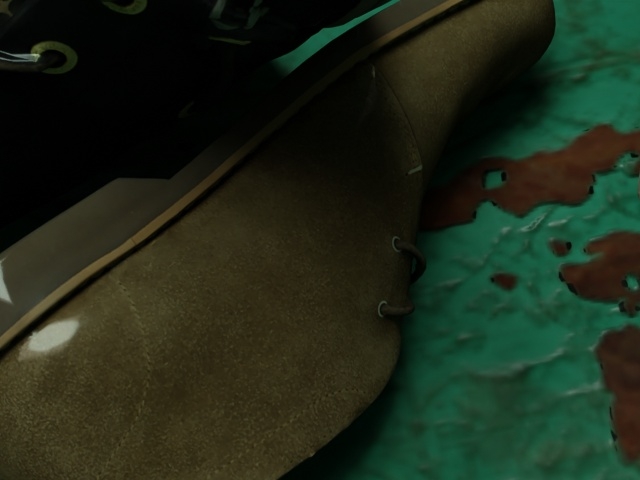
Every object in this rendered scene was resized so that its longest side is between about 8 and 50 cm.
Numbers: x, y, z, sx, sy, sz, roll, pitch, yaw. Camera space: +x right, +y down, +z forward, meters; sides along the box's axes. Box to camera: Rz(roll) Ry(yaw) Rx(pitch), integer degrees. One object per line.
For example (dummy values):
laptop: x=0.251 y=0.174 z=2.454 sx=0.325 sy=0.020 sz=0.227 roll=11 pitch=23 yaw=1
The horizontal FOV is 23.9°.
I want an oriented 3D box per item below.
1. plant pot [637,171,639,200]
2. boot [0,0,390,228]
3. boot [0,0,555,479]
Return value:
plant pot: x=0.192 y=-0.059 z=0.550 sx=0.109 sy=0.109 sz=0.096 roll=26 pitch=47 yaw=30
boot: x=-0.128 y=-0.066 z=0.491 sx=0.284 sy=0.377 sz=0.138 roll=-32 pitch=94 yaw=-10
boot: x=0.000 y=0.000 z=0.560 sx=0.305 sy=0.112 sz=0.115 roll=-39 pitch=83 yaw=-28
